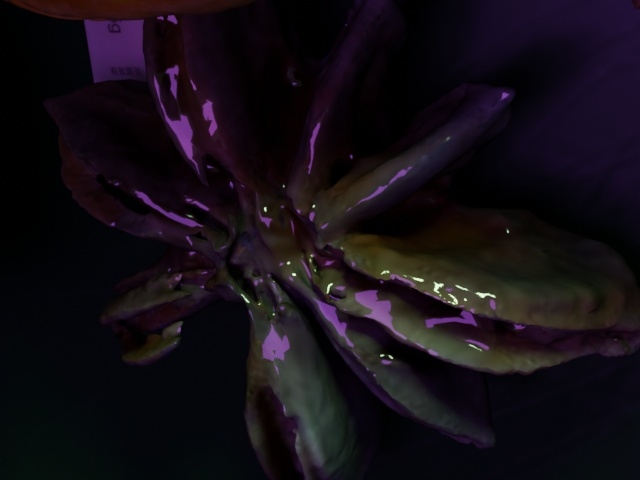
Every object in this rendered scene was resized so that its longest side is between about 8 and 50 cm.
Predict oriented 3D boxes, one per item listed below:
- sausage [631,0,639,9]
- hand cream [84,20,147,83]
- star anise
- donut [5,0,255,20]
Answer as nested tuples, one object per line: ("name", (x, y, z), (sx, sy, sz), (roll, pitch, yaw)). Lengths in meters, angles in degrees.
("sausage", (0.273, -0.117, 0.337), (0.433, 0.088, 0.088), (-18, 100, 33))
("hand cream", (-0.082, -0.135, 0.561), (0.052, 0.038, 0.216), (19, 125, 53))
("star anise", (0.000, 0.000, 0.533), (0.236, 0.093, 0.229), (11, 116, 20))
("donut", (-0.036, -0.212, 0.407), (0.317, 0.150, 0.299), (25, 113, 10))
